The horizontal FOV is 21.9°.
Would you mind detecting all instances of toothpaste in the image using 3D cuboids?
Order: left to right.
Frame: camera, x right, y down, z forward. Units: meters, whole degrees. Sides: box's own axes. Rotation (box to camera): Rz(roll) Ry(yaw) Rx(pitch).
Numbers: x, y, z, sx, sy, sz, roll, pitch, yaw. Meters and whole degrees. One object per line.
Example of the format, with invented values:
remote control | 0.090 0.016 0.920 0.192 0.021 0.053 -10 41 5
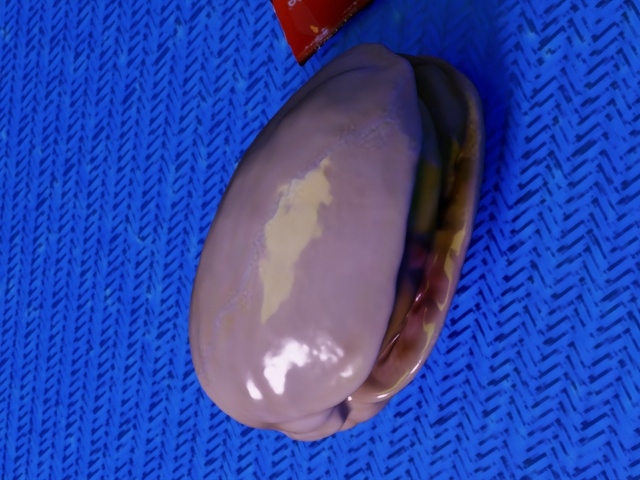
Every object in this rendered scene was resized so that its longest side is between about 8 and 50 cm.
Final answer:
toothpaste | -0.028 -0.191 0.858 0.071 0.045 0.193 -35 73 45

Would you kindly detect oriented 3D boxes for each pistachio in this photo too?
pistachio | 0.000 0.000 0.781 0.145 0.117 0.200 38 120 47
